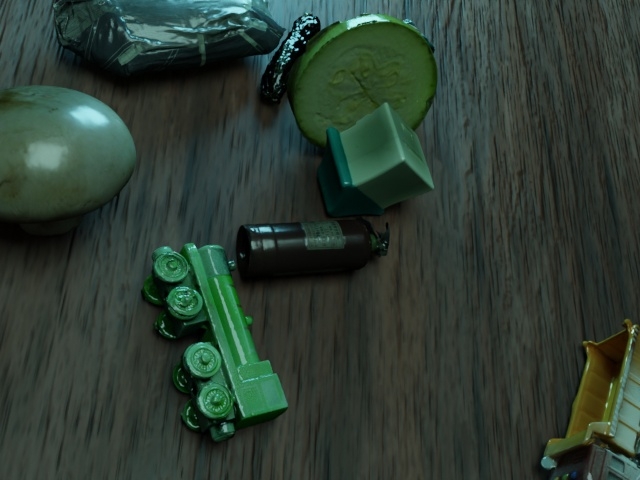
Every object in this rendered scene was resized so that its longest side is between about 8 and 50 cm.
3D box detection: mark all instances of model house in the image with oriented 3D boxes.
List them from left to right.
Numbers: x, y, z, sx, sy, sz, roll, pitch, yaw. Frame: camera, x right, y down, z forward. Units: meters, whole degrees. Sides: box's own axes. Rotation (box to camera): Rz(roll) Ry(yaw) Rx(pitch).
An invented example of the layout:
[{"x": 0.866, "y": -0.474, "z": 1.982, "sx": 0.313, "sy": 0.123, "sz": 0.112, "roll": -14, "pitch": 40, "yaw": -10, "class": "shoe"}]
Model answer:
[{"x": 0.065, "y": -0.103, "z": 1.161, "sx": 0.127, "sy": 0.149, "sz": 0.100, "roll": 33, "pitch": 36, "yaw": -57, "class": "model house"}]

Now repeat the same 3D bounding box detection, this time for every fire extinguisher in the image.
[{"x": 0.000, "y": 0.000, "z": 1.114, "sx": 0.231, "sy": 0.071, "sz": 0.099, "roll": -5, "pitch": 36, "yaw": -23, "class": "fire extinguisher"}]

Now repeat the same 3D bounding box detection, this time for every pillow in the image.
[{"x": -0.213, "y": -0.318, "z": 1.197, "sx": 0.335, "sy": 0.092, "sz": 0.161, "roll": -17, "pitch": 63, "yaw": -27, "class": "pillow"}]

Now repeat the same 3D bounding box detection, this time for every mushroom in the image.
[{"x": -0.338, "y": -0.090, "z": 0.986, "sx": 0.226, "sy": 0.178, "sz": 0.226, "roll": 9, "pitch": 27, "yaw": -5, "class": "mushroom"}]

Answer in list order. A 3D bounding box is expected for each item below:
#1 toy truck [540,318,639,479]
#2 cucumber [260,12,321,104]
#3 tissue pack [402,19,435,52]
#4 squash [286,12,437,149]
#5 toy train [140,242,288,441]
[{"x": 0.387, "y": 0.248, "z": 1.082, "sx": 0.135, "sy": 0.114, "sz": 0.270, "roll": 32, "pitch": 55, "yaw": -5, "class": "toy truck"}, {"x": -0.048, "y": -0.279, "z": 1.262, "sx": 0.053, "sy": 0.053, "sz": 0.181, "roll": 28, "pitch": 57, "yaw": -3, "class": "cucumber"}, {"x": 0.080, "y": -0.266, "z": 1.270, "sx": 0.170, "sy": 0.103, "sz": 0.090, "roll": -31, "pitch": 78, "yaw": -32, "class": "tissue pack"}, {"x": 0.065, "y": -0.216, "z": 1.169, "sx": 0.219, "sy": 0.219, "sz": 0.041, "roll": 3, "pitch": 39, "yaw": -18, "class": "squash"}, {"x": -0.130, "y": 0.114, "z": 0.992, "sx": 0.119, "sy": 0.085, "sz": 0.251, "roll": -8, "pitch": 67, "yaw": -30, "class": "toy train"}]
